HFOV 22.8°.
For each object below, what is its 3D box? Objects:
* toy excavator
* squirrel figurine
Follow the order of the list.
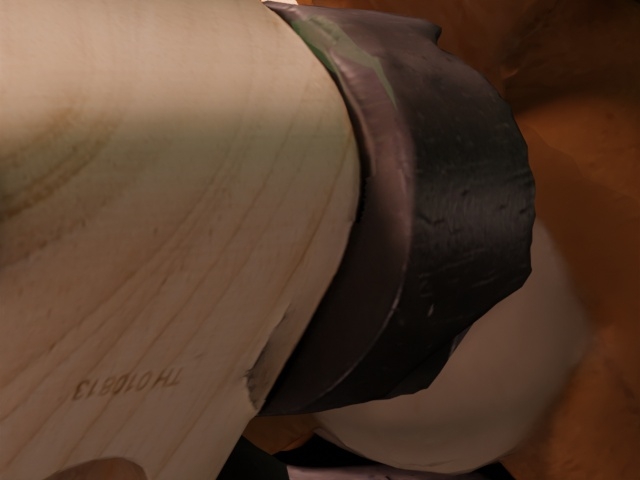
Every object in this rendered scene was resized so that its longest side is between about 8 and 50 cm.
[{"bbox_3d":[-0.212,-0.002,0.516,0.222,0.433,0.445,-5,44,-45],"label":"toy excavator"},{"bbox_3d":[0.058,-0.084,0.736,0.281,0.397,0.370,3,20,7],"label":"squirrel figurine"}]
